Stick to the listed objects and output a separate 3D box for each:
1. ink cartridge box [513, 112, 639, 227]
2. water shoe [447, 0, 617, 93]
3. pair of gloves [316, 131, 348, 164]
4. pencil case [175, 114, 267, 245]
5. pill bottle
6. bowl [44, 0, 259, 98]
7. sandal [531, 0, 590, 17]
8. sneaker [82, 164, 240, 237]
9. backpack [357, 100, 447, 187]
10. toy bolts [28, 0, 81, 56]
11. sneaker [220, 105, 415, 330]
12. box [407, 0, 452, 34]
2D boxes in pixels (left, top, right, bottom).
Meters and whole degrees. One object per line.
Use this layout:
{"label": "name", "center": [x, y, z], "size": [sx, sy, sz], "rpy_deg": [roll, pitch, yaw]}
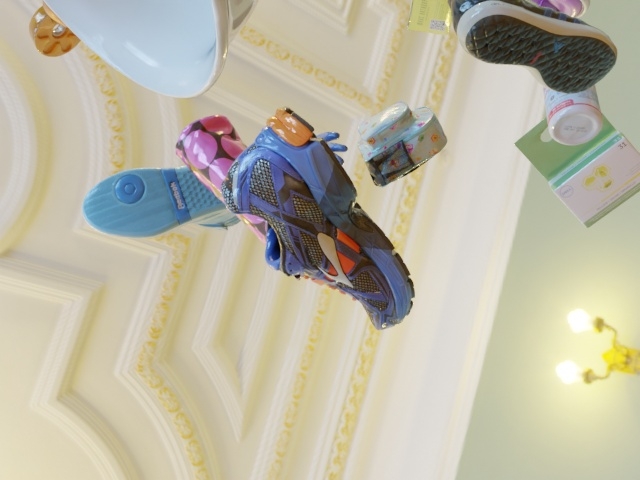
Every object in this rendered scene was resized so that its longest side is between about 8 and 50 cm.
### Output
{"label": "ink cartridge box", "center": [0.534, -0.161, 1.265], "size": [0.235, 0.056, 0.171], "rpy_deg": [41, -66, -17]}
{"label": "water shoe", "center": [0.214, -0.208, 0.618], "size": [0.203, 0.073, 0.080], "rpy_deg": [8, -126, -33]}
{"label": "pair of gloves", "center": [-0.033, -0.107, 1.123], "size": [0.023, 0.159, 0.198], "rpy_deg": [30, -99, -39]}
{"label": "pencil case", "center": [-0.095, -0.082, 0.844], "size": [0.209, 0.095, 0.098], "rpy_deg": [45, -116, 10]}
{"label": "pill bottle", "center": [0.440, -0.252, 1.105], "size": [0.087, 0.087, 0.160], "rpy_deg": [34, -134, -31]}
{"label": "bowl", "center": [-0.131, -0.260, 0.434], "size": [0.134, 0.297, 0.298], "rpy_deg": [-45, -65, -22]}
{"label": "sandal", "center": [0.451, -0.483, 1.370], "size": [0.169, 0.416, 0.102], "rpy_deg": [17, -81, -6]}
{"label": "sneaker", "center": [-0.256, -0.062, 1.153], "size": [0.318, 0.208, 0.127], "rpy_deg": [-11, -98, -9]}
{"label": "backpack", "center": [0.179, -0.225, 1.390], "size": [0.188, 0.166, 0.145], "rpy_deg": [-22, -68, 7]}
{"label": "toy bolts", "center": [-0.352, -0.373, 1.032], "size": [0.158, 0.218, 0.228], "rpy_deg": [43, -128, 11]}
{"label": "sneaker", "center": [0.000, 0.000, 0.491], "size": [0.087, 0.083, 0.221], "rpy_deg": [-36, -56, 1]}
{"label": "box", "center": [0.161, -0.395, 0.826], "size": [0.058, 0.087, 0.233], "rpy_deg": [9, -108, 4]}
